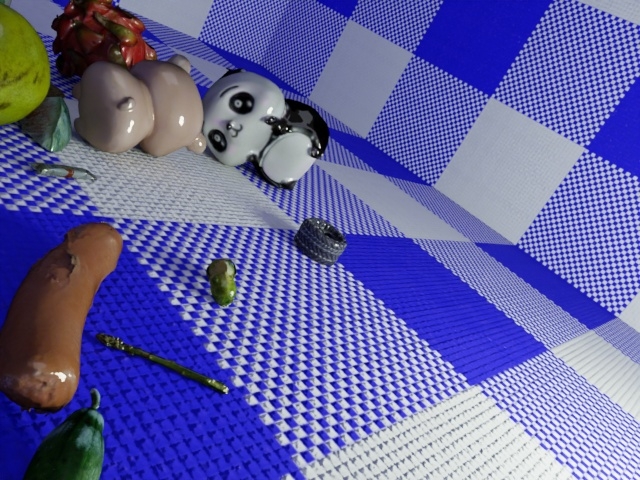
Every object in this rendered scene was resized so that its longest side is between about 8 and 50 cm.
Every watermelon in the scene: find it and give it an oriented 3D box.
[{"bbox_3d":[-0.509,-0.223,1.002,0.094,0.081,0.180,-17,39,-30],"label":"watermelon"}]

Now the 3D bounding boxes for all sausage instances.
[{"bbox_3d":[-0.278,0.060,0.584,0.087,0.079,0.326,11,23,-17],"label":"sausage"}]

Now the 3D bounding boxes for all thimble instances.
[{"bbox_3d":[0.002,0.001,1.145,0.104,0.066,0.095,37,22,10],"label":"thimble"}]

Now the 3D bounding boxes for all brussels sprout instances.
[{"bbox_3d":[-0.147,0.059,0.815,0.083,0.046,0.051,-120,-174,-54],"label":"brussels sprout"}]

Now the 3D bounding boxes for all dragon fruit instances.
[{"bbox_3d":[-0.526,-0.451,1.301,0.243,0.227,0.307,19,36,-24],"label":"dragon fruit"}]

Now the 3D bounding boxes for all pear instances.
[{"bbox_3d":[-0.550,-0.285,0.861,0.212,0.212,0.269,21,26,-23],"label":"pear"}]

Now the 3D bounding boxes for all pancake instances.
[{"bbox_3d":[-0.620,-0.340,1.180,0.115,0.011,0.115,28,18,-10],"label":"pancake"}]

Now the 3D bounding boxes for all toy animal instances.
[{"bbox_3d":[-0.157,-0.288,1.374,0.310,0.251,0.251,33,17,-23],"label":"toy animal"},{"bbox_3d":[-0.366,-0.273,1.090,0.230,0.210,0.221,-4,10,6],"label":"toy animal"}]

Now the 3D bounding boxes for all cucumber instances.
[{"bbox_3d":[-0.198,0.202,0.391,0.056,0.056,0.250,23,21,-18],"label":"cucumber"}]

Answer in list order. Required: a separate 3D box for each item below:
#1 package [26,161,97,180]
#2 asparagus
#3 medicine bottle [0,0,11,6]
[{"bbox_3d":[-0.427,-0.115,0.895,0.037,0.015,0.110,34,18,27],"label":"package"},{"bbox_3d":[-0.180,0.141,0.621,0.166,0.013,0.016,27,9,-10],"label":"asparagus"},{"bbox_3d":[-0.764,-0.521,1.095,0.238,0.232,0.238,26,19,-10],"label":"medicine bottle"}]
